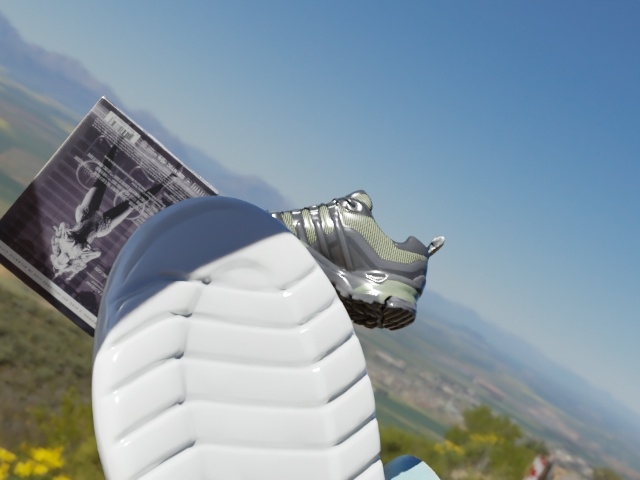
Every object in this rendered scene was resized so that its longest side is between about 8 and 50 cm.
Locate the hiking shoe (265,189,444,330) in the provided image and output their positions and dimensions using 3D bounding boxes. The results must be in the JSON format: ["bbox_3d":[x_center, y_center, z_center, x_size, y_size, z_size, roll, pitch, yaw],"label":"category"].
[{"bbox_3d":[0.000,0.000,1.069,0.226,0.114,0.086,23,-27,7],"label":"hiking shoe"}]

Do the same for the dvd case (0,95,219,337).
[{"bbox_3d":[-0.245,-0.023,1.236,0.164,0.221,0.018,40,9,-9],"label":"dvd case"}]

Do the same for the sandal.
[{"bbox_3d":[-0.039,0.177,0.625,0.169,0.416,0.102,-5,-20,-34],"label":"sandal"}]

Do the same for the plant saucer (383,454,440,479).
[{"bbox_3d":[0.084,0.372,1.091,0.043,0.318,0.317,-3,11,-16],"label":"plant saucer"}]
